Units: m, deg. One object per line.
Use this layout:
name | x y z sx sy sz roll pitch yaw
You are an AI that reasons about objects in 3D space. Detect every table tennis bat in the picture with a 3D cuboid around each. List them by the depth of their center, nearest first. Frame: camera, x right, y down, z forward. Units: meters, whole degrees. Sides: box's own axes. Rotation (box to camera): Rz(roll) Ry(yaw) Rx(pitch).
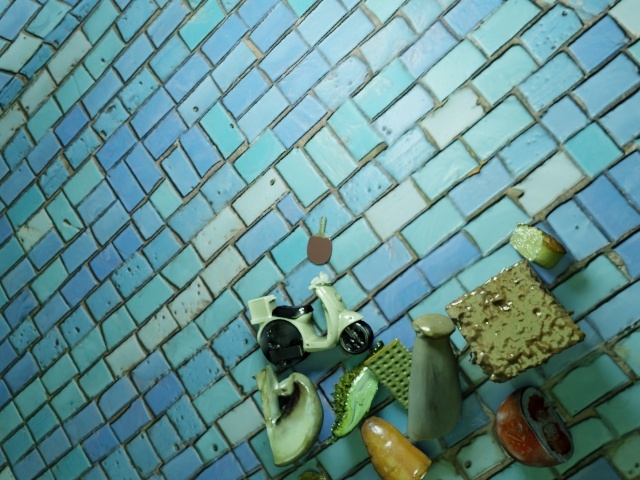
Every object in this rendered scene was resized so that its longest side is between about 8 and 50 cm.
table tennis bat | 0.000 0.000 1.921 0.087 0.013 0.156 9 94 23

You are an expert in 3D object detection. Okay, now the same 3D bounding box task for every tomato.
tomato | 0.568 0.525 1.637 0.155 0.181 0.214 -38 69 35

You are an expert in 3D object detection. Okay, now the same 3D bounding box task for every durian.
durian | 0.103 0.474 1.815 0.132 0.106 0.375 30 77 -5

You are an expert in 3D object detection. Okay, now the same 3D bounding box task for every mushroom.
mushroom | 0.328 0.401 1.693 0.154 0.137 0.407 8 114 21
mushroom | -0.080 0.523 1.842 0.212 0.217 0.292 -30 69 8

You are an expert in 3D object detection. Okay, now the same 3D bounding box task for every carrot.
carrot | 0.207 0.621 1.759 0.159 0.159 0.225 -42 77 15

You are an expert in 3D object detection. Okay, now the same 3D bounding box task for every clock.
clock | -0.037 0.256 1.880 0.379 0.120 0.276 -18 87 20

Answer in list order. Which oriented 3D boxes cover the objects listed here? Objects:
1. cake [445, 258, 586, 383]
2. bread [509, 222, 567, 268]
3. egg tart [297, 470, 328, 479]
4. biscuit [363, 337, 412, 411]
cake | 0.513 0.208 1.578 0.282 0.290 0.255 -35 79 16
bread | 0.606 0.017 1.632 0.086 0.125 0.156 -61 27 15
egg tart | -0.026 0.804 1.905 0.130 0.052 0.130 0 91 23
biscuit | 0.252 0.414 1.778 0.139 0.016 0.231 -40 97 12
